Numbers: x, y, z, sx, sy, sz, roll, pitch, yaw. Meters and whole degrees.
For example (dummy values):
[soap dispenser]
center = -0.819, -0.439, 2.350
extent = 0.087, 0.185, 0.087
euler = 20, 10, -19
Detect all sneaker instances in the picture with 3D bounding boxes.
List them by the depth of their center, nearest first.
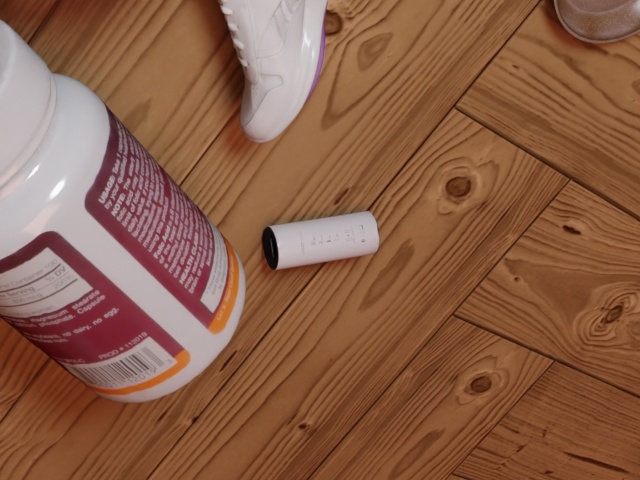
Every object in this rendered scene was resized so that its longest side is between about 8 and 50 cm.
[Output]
[sneaker]
center = -0.062, -0.245, 1.276
extent = 0.152, 0.114, 0.305
euler = 5, 121, -15

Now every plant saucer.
[plant saucer]
center = 0.348, -0.324, 1.466
extent = 0.198, 0.036, 0.198
euler = -16, 132, -18

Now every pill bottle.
[pill bottle]
center = -0.260, -0.022, 1.253
extent = 0.224, 0.224, 0.392
euler = -36, 135, 3

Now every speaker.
[speaker]
center = 0.000, 0.000, 1.532
extent = 0.136, 0.055, 0.055
euler = -10, 130, -22
